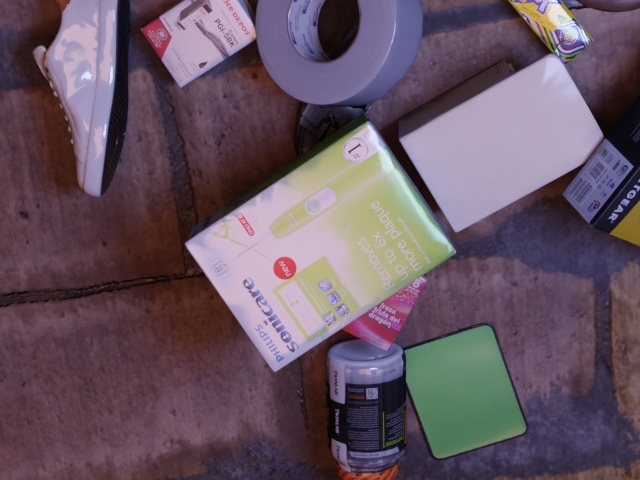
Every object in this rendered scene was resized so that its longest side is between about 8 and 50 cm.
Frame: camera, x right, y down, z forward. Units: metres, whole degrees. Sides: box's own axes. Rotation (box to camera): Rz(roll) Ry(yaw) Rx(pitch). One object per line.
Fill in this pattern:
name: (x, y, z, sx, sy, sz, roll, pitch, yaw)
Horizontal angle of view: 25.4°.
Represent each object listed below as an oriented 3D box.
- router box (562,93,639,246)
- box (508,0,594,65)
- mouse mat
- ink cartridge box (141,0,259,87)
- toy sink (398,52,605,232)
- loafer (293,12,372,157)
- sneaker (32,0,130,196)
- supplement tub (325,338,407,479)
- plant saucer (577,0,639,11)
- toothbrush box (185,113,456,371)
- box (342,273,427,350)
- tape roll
router box: (0.499, -0.125, 1.856, 0.243, 0.081, 0.309, 17, 117, -39)
box: (0.287, -0.315, 1.893, 0.054, 0.059, 0.169, -41, 101, 11)
mouse mat: (0.208, 0.223, 2.091, 0.152, 0.007, 0.189, -18, 104, 8)
ink cartridge box: (-0.158, -0.286, 1.925, 0.135, 0.056, 0.099, -32, 102, 12)
toy sink: (0.242, -0.145, 1.911, 0.234, 0.131, 0.153, -30, 104, 12)
loafer: (0.037, -0.212, 1.924, 0.096, 0.084, 0.267, 27, 106, -6)
sneaker: (-0.329, -0.207, 1.942, 0.123, 0.106, 0.290, 5, 97, 5)
supplement tub: (0.066, 0.245, 2.047, 0.117, 0.117, 0.190, 0, 106, 3)
plant saucer: (0.396, -0.398, 1.875, 0.198, 0.036, 0.198, 1, 107, 3)
toothbrush box: (0.000, 0.000, 1.841, 0.283, 0.122, 0.206, -33, 99, 6)
box: (0.009, 0.031, 1.976, 0.257, 0.128, 0.122, 27, 104, -5)
tape roll: (0.023, -0.284, 1.852, 0.219, 0.072, 0.219, 2, 93, 33)
